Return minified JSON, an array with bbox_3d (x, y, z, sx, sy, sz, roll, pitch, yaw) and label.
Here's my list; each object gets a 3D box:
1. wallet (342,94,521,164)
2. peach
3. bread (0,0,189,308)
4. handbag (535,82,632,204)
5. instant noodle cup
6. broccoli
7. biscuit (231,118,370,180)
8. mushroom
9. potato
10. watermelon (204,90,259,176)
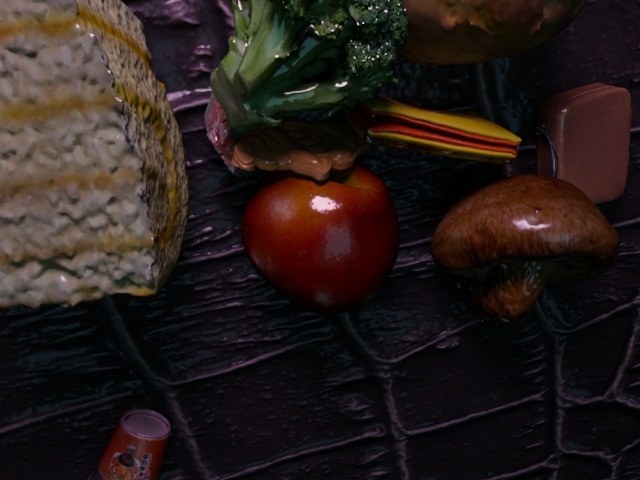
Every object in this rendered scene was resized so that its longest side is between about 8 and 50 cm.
[{"bbox_3d":[0.153,-0.164,0.831,0.241,0.141,0.067,6,116,-20],"label":"wallet"},{"bbox_3d":[0.000,0.000,0.840,0.243,0.200,0.244,-2,120,-4],"label":"peach"},{"bbox_3d":[-0.305,-0.138,0.679,0.239,0.264,0.396,-4,115,1],"label":"bread"},{"bbox_3d":[0.432,-0.154,0.951,0.151,0.072,0.194,-12,118,-8],"label":"handbag"},{"bbox_3d":[-0.317,0.370,0.977,0.127,0.127,0.136,18,100,-21],"label":"instant noodle cup"},{"bbox_3d":[-0.031,-0.248,0.679,0.245,0.265,0.295,-47,162,-20],"label":"broccoli"},{"bbox_3d":[-0.015,-0.137,0.804,0.250,0.162,0.035,-19,136,-39],"label":"biscuit"},{"bbox_3d":[0.312,0.009,0.920,0.263,0.195,0.283,7,139,-22],"label":"mushroom"},{"bbox_3d":[0.185,-0.351,0.705,0.288,0.237,0.301,-4,115,-12],"label":"potato"},{"bbox_3d":[-0.121,-0.179,0.795,0.081,0.094,0.180,-1,96,-10],"label":"watermelon"}]
